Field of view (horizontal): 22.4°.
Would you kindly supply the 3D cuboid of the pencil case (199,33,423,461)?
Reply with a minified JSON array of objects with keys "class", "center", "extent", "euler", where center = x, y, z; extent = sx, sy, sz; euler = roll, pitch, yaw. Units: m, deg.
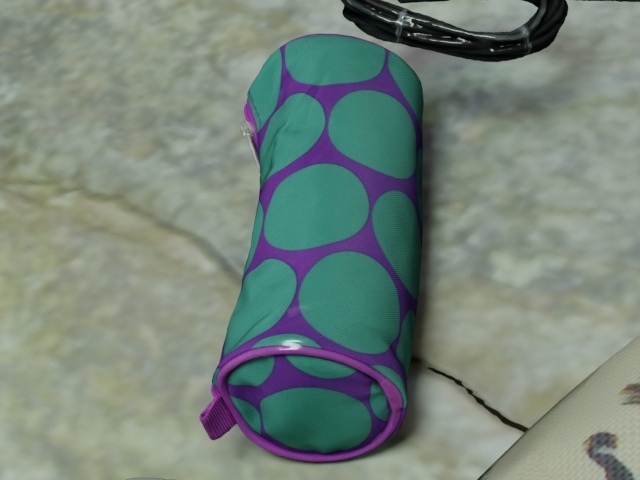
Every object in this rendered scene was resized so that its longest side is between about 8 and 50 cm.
[{"class":"pencil case","center":[0.000,0.000,0.570],"extent":[0.070,0.064,0.151],"euler":[-6,48,13]}]

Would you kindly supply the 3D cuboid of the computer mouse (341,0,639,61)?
[{"class":"computer mouse","center":[0.127,-0.103,0.601],"extent":[0.242,0.041,0.071],"euler":[-5,42,-3]}]

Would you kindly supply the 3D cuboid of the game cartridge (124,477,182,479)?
[{"class":"game cartridge","center":[-0.040,0.106,0.522],"extent":[0.083,0.017,0.056],"euler":[13,51,28]}]

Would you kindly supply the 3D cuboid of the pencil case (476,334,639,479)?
[{"class":"pencil case","center":[0.160,0.067,0.368],"extent":[0.410,0.160,0.183],"euler":[-37,64,-10]}]
